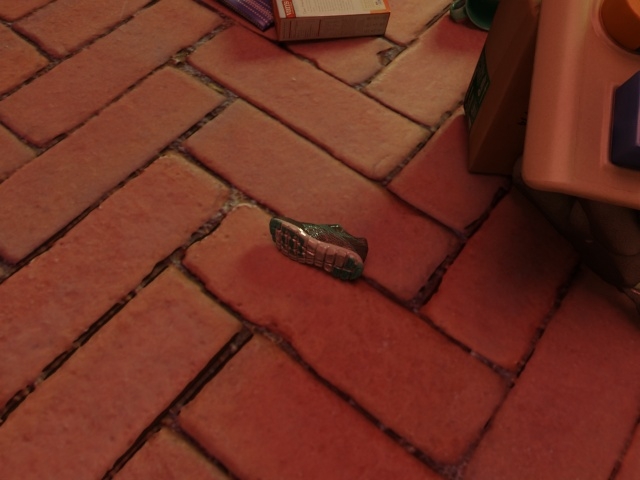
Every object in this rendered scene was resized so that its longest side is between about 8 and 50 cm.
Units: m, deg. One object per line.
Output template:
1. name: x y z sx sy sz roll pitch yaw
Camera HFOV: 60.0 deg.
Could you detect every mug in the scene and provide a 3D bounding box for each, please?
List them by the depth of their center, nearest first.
1. mug: 0.361 -0.523 1.157 0.157 0.130 0.097 14 55 8

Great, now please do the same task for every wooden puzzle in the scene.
1. wooden puzzle: 0.429 -0.184 0.635 0.347 0.080 0.322 11 77 3

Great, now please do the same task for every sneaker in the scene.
1. sneaker: 0.000 0.000 0.864 0.166 0.065 0.076 26 44 11

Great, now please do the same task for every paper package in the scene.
1. paper package: 0.411 -0.258 0.871 0.309 0.325 0.168 6 59 1

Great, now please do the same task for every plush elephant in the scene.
1. plush elephant: 0.492 -0.061 0.783 0.255 0.272 0.330 -37 89 3

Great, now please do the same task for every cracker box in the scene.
1. cracker box: 0.014 -0.501 1.156 0.232 0.067 0.156 -7 65 -11

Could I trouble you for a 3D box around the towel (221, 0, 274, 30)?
1. towel: -0.096 -0.616 1.268 0.243 0.040 0.336 39 66 18
